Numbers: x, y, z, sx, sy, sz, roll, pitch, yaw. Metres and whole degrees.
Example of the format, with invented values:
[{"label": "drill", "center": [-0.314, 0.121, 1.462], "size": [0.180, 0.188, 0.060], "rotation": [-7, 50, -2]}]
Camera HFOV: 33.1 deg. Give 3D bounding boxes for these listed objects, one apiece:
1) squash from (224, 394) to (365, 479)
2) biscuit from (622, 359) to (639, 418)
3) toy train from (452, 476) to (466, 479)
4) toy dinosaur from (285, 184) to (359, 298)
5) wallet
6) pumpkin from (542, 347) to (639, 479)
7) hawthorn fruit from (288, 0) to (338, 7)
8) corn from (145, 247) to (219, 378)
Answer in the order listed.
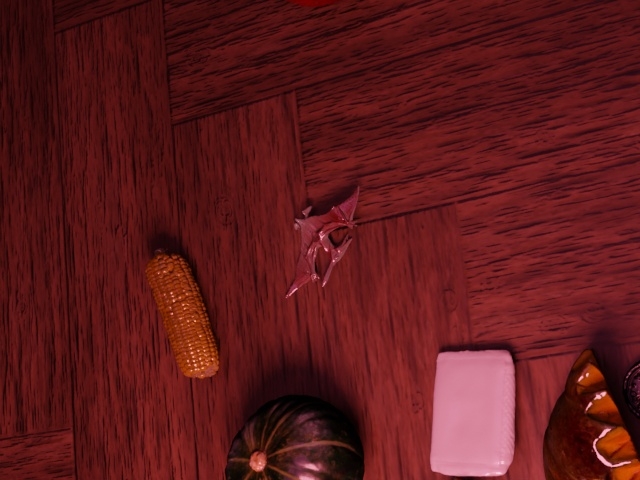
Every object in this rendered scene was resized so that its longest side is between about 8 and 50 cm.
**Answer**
[{"label": "squash", "center": [-0.038, 0.332, 1.585], "size": [0.218, 0.172, 0.218], "rotation": [-4, 82, 33]}, {"label": "biscuit", "center": [0.449, 0.202, 1.440], "size": [0.089, 0.027, 0.087], "rotation": [32, 97, 29]}, {"label": "toy train", "center": [0.167, 0.468, 1.500], "size": [0.285, 0.116, 0.177], "rotation": [-53, 51, 11]}, {"label": "toy dinosaur", "center": [-0.001, 0.000, 1.707], "size": [0.108, 0.032, 0.220], "rotation": [41, 110, 23]}, {"label": "wallet", "center": [0.219, 0.246, 1.538], "size": [0.124, 0.032, 0.183], "rotation": [-5, 70, 28]}, {"label": "pumpkin", "center": [0.345, 0.280, 1.422], "size": [0.149, 0.130, 0.254], "rotation": [-27, 71, 20]}, {"label": "hawthorn fruit", "center": [0.024, -0.483, 1.695], "size": [0.266, 0.210, 0.230], "rotation": [4, 69, 14]}, {"label": "corn", "center": [-0.226, 0.119, 1.775], "size": [0.080, 0.080, 0.238], "rotation": [-30, 71, 19]}]
